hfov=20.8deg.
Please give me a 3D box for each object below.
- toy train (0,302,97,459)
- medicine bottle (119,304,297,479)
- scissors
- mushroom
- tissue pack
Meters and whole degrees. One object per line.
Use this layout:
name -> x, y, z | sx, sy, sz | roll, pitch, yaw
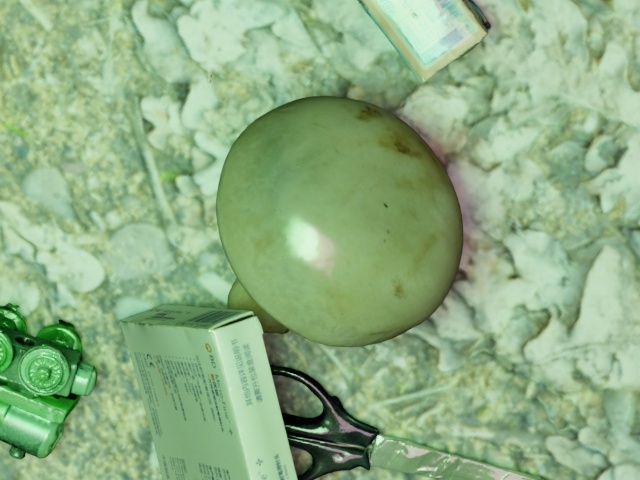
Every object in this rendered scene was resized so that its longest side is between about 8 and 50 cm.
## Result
toy train -> -0.315, 0.099, 1.464 | 0.251, 0.085, 0.119 | 23, 106, 1
medicine bottle -> -0.088, 0.155, 1.416 | 0.052, 0.171, 0.201 | -18, 99, -31
scissors -> 0.059, 0.179, 1.481 | 0.300, 0.022, 0.109 | 12, 104, 0
mushroom -> 0.000, 0.000, 1.390 | 0.207, 0.207, 0.215 | 40, 134, -3
tissue pack -> 0.083, -0.183, 1.400 | 0.074, 0.059, 0.094 | -35, 95, 11
